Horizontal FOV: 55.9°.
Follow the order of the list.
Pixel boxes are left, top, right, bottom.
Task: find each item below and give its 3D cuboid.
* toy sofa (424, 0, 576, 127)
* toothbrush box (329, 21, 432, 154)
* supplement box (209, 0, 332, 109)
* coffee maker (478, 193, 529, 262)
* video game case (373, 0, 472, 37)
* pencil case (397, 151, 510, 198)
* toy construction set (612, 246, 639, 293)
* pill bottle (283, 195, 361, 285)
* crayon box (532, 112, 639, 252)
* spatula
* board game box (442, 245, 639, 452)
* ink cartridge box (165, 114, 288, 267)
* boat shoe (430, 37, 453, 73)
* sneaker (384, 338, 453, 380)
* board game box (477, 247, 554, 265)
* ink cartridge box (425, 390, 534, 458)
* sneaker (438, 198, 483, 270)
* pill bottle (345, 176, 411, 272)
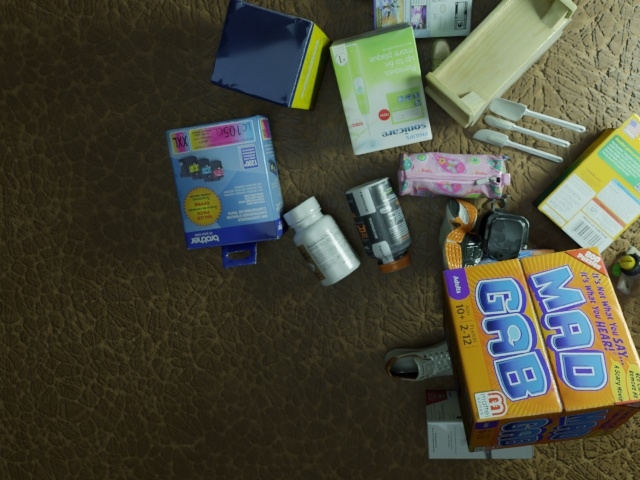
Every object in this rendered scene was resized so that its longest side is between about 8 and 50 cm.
[{"bbox_3d":[0.433,-0.460,1.484,0.150,0.177,0.362,46,98,9],"label":"toy sofa"},{"bbox_3d":[0.157,-0.386,1.542,0.206,0.122,0.283,-10,115,10],"label":"toothbrush box"},{"bbox_3d":[-0.106,-0.442,1.479,0.194,0.356,0.195,18,103,4],"label":"supplement box"},{"bbox_3d":[0.462,-0.032,1.551,0.120,0.178,0.171,-14,89,9],"label":"coffee maker"},{"bbox_3d":[0.252,-0.644,1.493,0.244,0.061,0.269,0,123,8],"label":"video game case"},{"bbox_3d":[0.346,-0.170,1.587,0.284,0.124,0.124,4,101,9],"label":"pencil case"},{"bbox_3d":[0.890,0.136,1.536,0.237,0.257,0.308,-8,82,53],"label":"toy construction set"},{"bbox_3d":[0.000,0.000,1.666,0.131,0.131,0.229,-32,95,13],"label":"pill bottle"},{"bbox_3d":[0.741,-0.140,1.551,0.203,0.083,0.323,42,105,-1],"label":"crayon box"},{"bbox_3d":[0.531,-0.276,1.536,0.242,0.019,0.168,18,147,2],"label":"spatula"},{"bbox_3d":[0.501,0.275,1.445,0.356,0.356,0.356,-10,60,6],"label":"board game box"},{"bbox_3d":[-0.248,-0.130,1.673,0.270,0.151,0.395,-8,101,10],"label":"ink cartridge box"},{"bbox_3d":[0.320,-0.442,1.568,0.063,0.059,0.170,-5,100,10],"label":"boat shoe"},{"bbox_3d":[0.323,0.348,1.691,0.290,0.123,0.105,-12,97,9],"label":"sneaker"},{"bbox_3d":[0.497,0.100,1.663,0.281,0.027,0.145,-3,101,9],"label":"board game box"},{"bbox_3d":[0.431,0.504,1.664,0.273,0.197,0.114,-2,101,9],"label":"ink cartridge box"},{"bbox_3d":[0.353,0.016,1.563,0.099,0.262,0.121,16,136,1],"label":"sneaker"},{"bbox_3d":[0.167,-0.038,1.634,0.130,0.130,0.245,-19,97,12],"label":"pill bottle"}]
